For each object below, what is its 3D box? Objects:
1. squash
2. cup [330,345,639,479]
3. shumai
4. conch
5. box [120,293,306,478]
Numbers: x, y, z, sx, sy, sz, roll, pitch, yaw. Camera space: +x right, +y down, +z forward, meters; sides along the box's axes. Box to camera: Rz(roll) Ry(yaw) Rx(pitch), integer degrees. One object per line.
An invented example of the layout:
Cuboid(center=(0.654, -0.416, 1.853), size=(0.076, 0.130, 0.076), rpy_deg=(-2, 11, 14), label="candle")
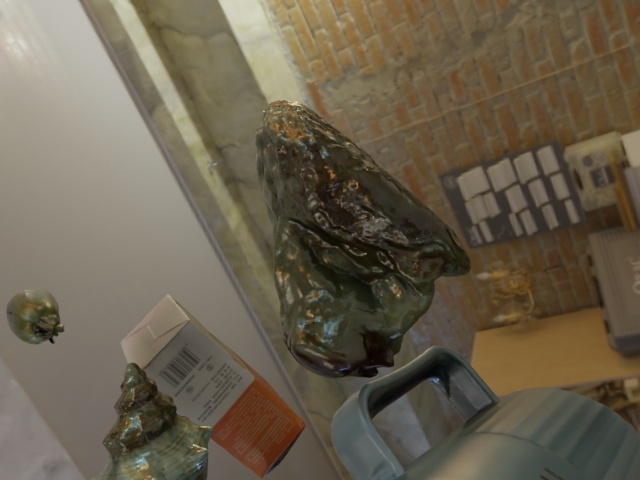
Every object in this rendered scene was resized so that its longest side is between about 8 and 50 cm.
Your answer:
Cuboid(center=(-0.426, 0.112, 0.918), size=(0.071, 0.318, 0.080), rpy_deg=(-3, -95, -25), label="squash")
Cuboid(center=(0.176, 0.300, 0.648), size=(0.311, 0.331, 0.257), rpy_deg=(-10, -64, -52), label="cup")
Cuboid(center=(0.000, 0.000, 0.629), size=(0.222, 0.203, 0.272), rpy_deg=(28, -161, -52), label="shumai")
Cuboid(center=(-0.178, 0.238, 0.594), size=(0.114, 0.137, 0.234), rpy_deg=(43, -123, -76), label="conch")
Cuboid(center=(-0.211, 0.286, 1.221), size=(0.143, 0.225, 0.341), rpy_deg=(-46, -67, -11), label="box")
